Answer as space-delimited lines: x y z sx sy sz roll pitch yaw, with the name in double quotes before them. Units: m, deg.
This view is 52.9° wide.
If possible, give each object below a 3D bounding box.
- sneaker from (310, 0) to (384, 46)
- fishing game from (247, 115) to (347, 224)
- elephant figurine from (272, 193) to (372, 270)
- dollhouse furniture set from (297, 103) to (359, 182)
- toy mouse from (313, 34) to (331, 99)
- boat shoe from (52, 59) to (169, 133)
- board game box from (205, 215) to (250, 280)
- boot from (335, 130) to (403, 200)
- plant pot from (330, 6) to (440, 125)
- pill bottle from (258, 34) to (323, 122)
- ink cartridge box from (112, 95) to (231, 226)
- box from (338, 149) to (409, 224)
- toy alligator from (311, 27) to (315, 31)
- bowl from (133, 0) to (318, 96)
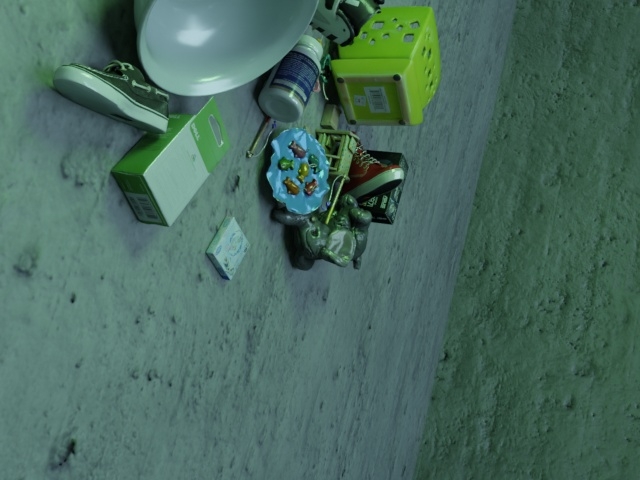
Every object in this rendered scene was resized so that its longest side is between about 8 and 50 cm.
"sneaker" 0.000 -0.481 1.035 0.169 0.258 0.447 -51 169 -5
"fishing game" -0.040 -0.148 1.365 0.264 0.041 0.189 44 59 -35
"elephant figurine" 0.000 0.000 1.498 0.239 0.186 0.169 -32 161 -46
"dollhouse furniture set" 0.022 -0.246 1.485 0.161 0.101 0.181 33 68 -63
"toy mouse" -0.011 -0.378 1.455 0.161 0.031 0.143 -63 149 -34
"boat shoe" -0.283 -0.210 0.893 0.219 0.078 0.070 20 80 -73
"board game box" -0.178 0.015 1.245 0.090 0.020 0.090 -65 151 -31
"boot" 0.108 -0.192 1.552 0.089 0.244 0.176 -8 86 -25
"plant pot" 0.153 -0.402 1.540 0.228 0.227 0.207 68 34 -51
"pill bottle" -0.054 -0.331 1.305 0.169 0.094 0.094 -69 152 -24
"ink cartridge box" -0.231 -0.132 1.034 0.209 0.062 0.108 -61 148 -37
"box" 0.138 -0.144 1.712 0.077 0.148 0.180 49 54 -59
"toy alligator" 0.012 -0.525 1.441 0.051 0.056 0.189 44 46 -8
"bowl" -0.159 -0.365 0.960 0.298 0.134 0.298 -30 161 -11
